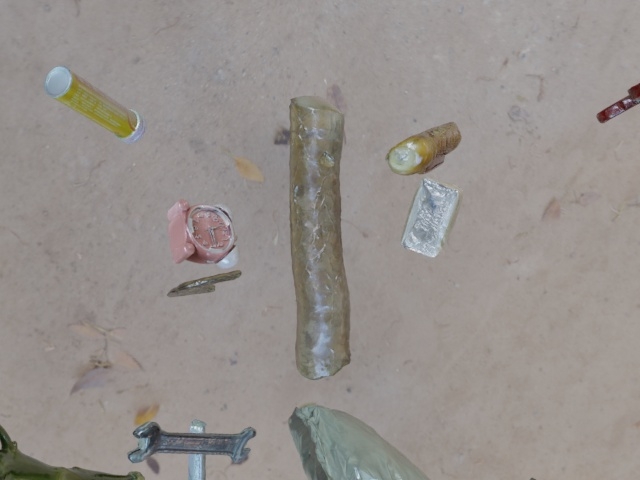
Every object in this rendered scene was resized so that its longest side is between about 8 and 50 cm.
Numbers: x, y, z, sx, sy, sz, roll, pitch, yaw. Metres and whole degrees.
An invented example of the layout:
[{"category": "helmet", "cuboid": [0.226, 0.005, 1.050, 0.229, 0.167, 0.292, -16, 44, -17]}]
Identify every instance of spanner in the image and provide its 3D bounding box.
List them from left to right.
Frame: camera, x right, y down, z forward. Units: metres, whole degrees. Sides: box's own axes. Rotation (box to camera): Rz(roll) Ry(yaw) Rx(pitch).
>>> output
[{"category": "spanner", "cuboid": [-0.196, 0.332, 0.825, 0.071, 0.017, 0.302, -62, 146, -5]}]

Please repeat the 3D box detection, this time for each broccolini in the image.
[{"category": "broccolini", "cuboid": [-0.296, 0.210, 0.519, 0.074, 0.078, 0.392, -46, 148, -12]}]

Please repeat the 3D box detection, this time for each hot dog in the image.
[{"category": "hot dog", "cuboid": [0.135, -0.112, 0.637, 0.066, 0.215, 0.047, -27, 93, 29]}]

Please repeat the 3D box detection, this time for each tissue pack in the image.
[{"category": "tissue pack", "cuboid": [0.240, -0.053, 1.070, 0.092, 0.196, 0.149, 20, 103, 16]}]

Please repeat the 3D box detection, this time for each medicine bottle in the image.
[{"category": "medicine bottle", "cuboid": [-0.447, -0.268, 1.019, 0.073, 0.218, 0.074, -3, 79, 16]}]

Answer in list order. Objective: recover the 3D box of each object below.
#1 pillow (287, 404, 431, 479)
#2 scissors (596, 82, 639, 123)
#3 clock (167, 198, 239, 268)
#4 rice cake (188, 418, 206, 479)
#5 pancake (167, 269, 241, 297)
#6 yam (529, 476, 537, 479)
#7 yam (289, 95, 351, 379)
[{"category": "pillow", "cuboid": [0.096, 0.428, 0.913, 0.283, 0.310, 0.138, 32, 86, -17]}, {"category": "scissors", "cuboid": [0.469, -0.221, 0.608, 0.247, 0.144, 0.017, -28, 83, 8]}, {"category": "clock", "cuboid": [-0.275, -0.012, 1.209, 0.162, 0.166, 0.092, 6, 151, -40]}, {"category": "rice cake", "cuboid": [-0.318, 0.557, 1.304, 0.042, 0.034, 0.211, 7, 106, 9]}, {"category": "pancake", "cuboid": [-0.243, 0.096, 1.102, 0.190, 0.184, 0.020, -17, 80, 20]}, {"category": "yam", "cuboid": [0.434, 0.544, 0.992, 0.069, 0.146, 0.070, 16, 127, 21]}, {"category": "yam", "cuboid": [0.000, 0.000, 0.649, 0.081, 0.081, 0.357, -1, 102, -1]}]
